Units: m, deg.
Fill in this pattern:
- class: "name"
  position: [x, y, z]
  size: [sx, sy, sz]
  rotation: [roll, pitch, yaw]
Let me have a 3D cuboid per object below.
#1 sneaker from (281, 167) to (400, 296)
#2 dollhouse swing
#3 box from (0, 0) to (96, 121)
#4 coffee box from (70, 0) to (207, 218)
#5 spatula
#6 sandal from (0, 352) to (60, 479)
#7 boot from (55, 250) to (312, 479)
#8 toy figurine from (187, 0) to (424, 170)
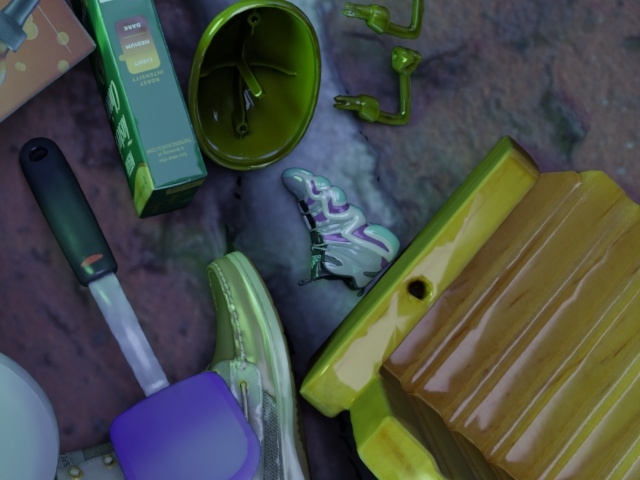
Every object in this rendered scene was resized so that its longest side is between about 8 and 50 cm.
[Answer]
- class: "sneaker"
  position: [0.000, 0.000, 1.009]
  size: [0.098, 0.038, 0.069]
  rotation: [37, 76, -3]
- class: "dollhouse swing"
  position: [0.201, 0.114, 0.896]
  size: [0.347, 0.305, 0.315]
  rotation: [42, 77, -2]
- class: "box"
  position: [-0.255, -0.121, 0.924]
  size: [0.170, 0.091, 0.130]
  rotation: [-42, 108, -21]
- class: "coffee box"
  position: [-0.125, -0.113, 0.964]
  size: [0.040, 0.113, 0.184]
  rotation: [-17, 87, -14]
- class: "spatula"
  position: [-0.128, 0.046, 0.931]
  size: [0.084, 0.030, 0.296]
  rotation: [-27, 66, -7]
- class: "sandal"
  position: [-0.319, 0.176, 0.759]
  size: [0.416, 0.102, 0.169]
  rotation: [-37, 109, 5]
- class: "boot"
  position: [-0.097, 0.121, 0.955]
  size: [0.165, 0.077, 0.213]
  rotation: [-10, 84, -10]
- class: "toy figurine"
  position: [-0.046, -0.258, 0.998]
  size: [0.191, 0.217, 0.362]
  rotation: [-16, 129, -27]
